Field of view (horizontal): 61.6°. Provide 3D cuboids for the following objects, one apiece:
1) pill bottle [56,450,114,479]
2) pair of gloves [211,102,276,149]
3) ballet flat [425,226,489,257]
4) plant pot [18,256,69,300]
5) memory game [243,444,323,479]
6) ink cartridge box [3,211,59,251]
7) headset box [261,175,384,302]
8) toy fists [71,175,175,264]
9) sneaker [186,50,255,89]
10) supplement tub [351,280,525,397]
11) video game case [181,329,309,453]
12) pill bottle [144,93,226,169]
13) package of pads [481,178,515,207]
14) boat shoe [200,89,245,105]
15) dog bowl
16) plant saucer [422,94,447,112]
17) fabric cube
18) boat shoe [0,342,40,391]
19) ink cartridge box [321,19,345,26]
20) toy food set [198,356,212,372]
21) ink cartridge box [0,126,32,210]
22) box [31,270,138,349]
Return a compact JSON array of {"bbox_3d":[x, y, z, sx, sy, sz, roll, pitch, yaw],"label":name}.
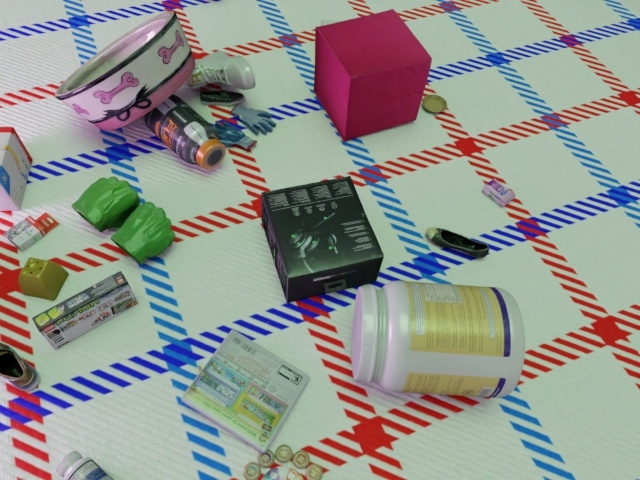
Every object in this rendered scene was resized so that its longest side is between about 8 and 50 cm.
[{"bbox_3d":[-0.457,0.470,1.050,0.120,0.067,0.067,33,60,17],"label":"pill bottle"},{"bbox_3d":[-0.240,-0.344,1.641,0.159,0.023,0.198,29,58,16],"label":"pair of gloves"},{"bbox_3d":[0.368,-0.002,1.440,0.173,0.049,0.057,20,56,9],"label":"ballet flat"},{"bbox_3d":[-0.670,0.084,1.284,0.081,0.083,0.081,10,56,4],"label":"plant pot"},{"bbox_3d":[-0.077,0.509,1.086,0.186,0.012,0.186,2,56,-3],"label":"memory game"},{"bbox_3d":[-0.744,-0.030,1.387,0.063,0.029,0.115,34,61,18],"label":"ink cartridge box"},{"bbox_3d":[0.000,0.000,1.362,0.246,0.131,0.283,-13,58,-13],"label":"headset box"},{"bbox_3d":[-0.498,-0.058,1.388,0.279,0.096,0.142,35,71,16],"label":"toy fists"},{"bbox_3d":[-0.327,-0.505,1.659,0.169,0.108,0.292,-27,35,-22],"label":"sneaker"},{"bbox_3d":[0.243,0.212,1.174,0.331,0.241,0.241,4,56,-2],"label":"supplement tub"},{"bbox_3d":[-0.161,0.325,1.179,0.212,0.023,0.193,30,55,8],"label":"video game case"},{"bbox_3d":[-0.381,-0.306,1.539,0.245,0.130,0.130,40,62,21],"label":"pill bottle"},{"bbox_3d":[0.515,-0.138,1.554,0.050,0.032,0.083,-33,64,-26],"label":"package of pads"},{"bbox_3d":[-0.310,-0.454,1.697,0.142,0.040,0.049,-5,56,-7],"label":"boat shoe"},{"bbox_3d":[-0.539,-0.475,1.535,0.408,0.150,0.408,-23,36,18],"label":"dog bowl"},{"bbox_3d":[0.372,-0.444,1.758,0.083,0.015,0.083,2,57,-3],"label":"plant saucer"},{"bbox_3d":[0.145,-0.500,1.635,0.258,0.259,0.254,-19,60,-14],"label":"fabric cube"},{"bbox_3d":[-0.696,0.259,1.174,0.183,0.066,0.066,24,57,11],"label":"boat shoe"},{"bbox_3d":[0.115,-0.689,1.881,0.232,0.066,0.189,0,56,1],"label":"ink cartridge box"},{"bbox_3d":[-0.211,0.291,1.220,0.122,0.019,0.078,-18,59,-23],"label":"toy food set"},{"bbox_3d":[-0.846,-0.209,1.436,0.078,0.134,0.231,-3,57,-5],"label":"ink cartridge box"},{"bbox_3d":[-0.530,0.159,1.226,0.207,0.114,0.036,-31,63,-23],"label":"box"}]
